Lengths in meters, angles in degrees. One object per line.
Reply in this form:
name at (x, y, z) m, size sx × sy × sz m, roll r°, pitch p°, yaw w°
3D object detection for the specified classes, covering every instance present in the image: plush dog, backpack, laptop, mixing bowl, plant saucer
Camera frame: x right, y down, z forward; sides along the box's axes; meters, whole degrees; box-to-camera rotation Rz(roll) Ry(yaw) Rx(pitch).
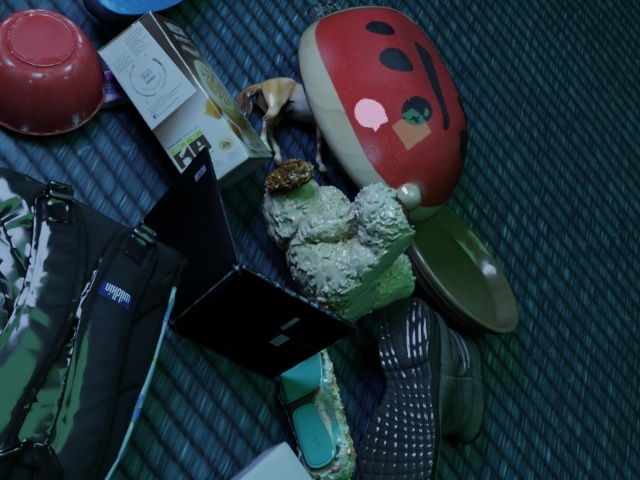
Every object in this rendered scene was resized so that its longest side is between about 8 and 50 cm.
plush dog at (0.000, 0.000, 1.291) m, size 0.210 × 0.262 × 0.225 m, roll -34°, pitch 63°, yaw -11°
backpack at (-0.325, 0.148, 0.999) m, size 0.290 × 0.273 × 0.355 m, roll 27°, pitch 41°, yaw -33°
laptop at (-0.104, 0.042, 1.181) m, size 0.264 × 0.234 × 0.137 m, roll 29°, pitch 56°, yaw -17°
mixing bowl at (-0.378, -0.244, 1.209) m, size 0.181 × 0.098 × 0.181 m, roll 7°, pitch 63°, yaw -15°
plant saucer at (0.216, 0.041, 1.450) m, size 0.278 × 0.041 × 0.278 m, roll 36°, pitch 30°, yaw -24°

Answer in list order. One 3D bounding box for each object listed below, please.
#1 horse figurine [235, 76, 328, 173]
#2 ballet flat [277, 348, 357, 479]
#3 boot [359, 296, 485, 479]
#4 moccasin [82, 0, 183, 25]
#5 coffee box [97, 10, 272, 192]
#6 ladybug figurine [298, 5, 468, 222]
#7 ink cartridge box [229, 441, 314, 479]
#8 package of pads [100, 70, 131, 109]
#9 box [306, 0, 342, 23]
horse figurine at (-0.036, -0.199, 1.449) m, size 0.263 × 0.066 × 0.174 m, roll 7°, pitch 65°, yaw -30°
ballet flat at (-0.005, 0.233, 1.241) m, size 0.077 × 0.091 × 0.241 m, roll 49°, pitch 21°, yaw -43°
boot at (0.171, 0.266, 1.302) m, size 0.222 × 0.118 × 0.338 m, roll 36°, pitch 58°, yaw -47°
moccasin at (-0.247, -0.412, 1.392) m, size 0.138 × 0.117 × 0.342 m, roll 56°, pitch 46°, yaw -13°
coffee box at (-0.190, -0.193, 1.290) m, size 0.246 × 0.098 × 0.141 m, roll 55°, pitch 11°, yaw 1°
ladybug figurine at (0.113, -0.219, 1.408) m, size 0.305 × 0.162 × 0.449 m, roll 28°, pitch 35°, yaw -37°
ink cartridge box at (-0.068, 0.463, 1.042) m, size 0.330 × 0.071 × 0.324 m, roll -35°, pitch 88°, yaw -35°
package of pads at (-0.315, -0.217, 1.301) m, size 0.083 × 0.032 × 0.050 m, roll -24°, pitch 81°, yaw -38°
box at (0.021, -0.385, 1.605) m, size 0.067 × 0.018 × 0.083 m, roll -21°, pitch 80°, yaw -37°
